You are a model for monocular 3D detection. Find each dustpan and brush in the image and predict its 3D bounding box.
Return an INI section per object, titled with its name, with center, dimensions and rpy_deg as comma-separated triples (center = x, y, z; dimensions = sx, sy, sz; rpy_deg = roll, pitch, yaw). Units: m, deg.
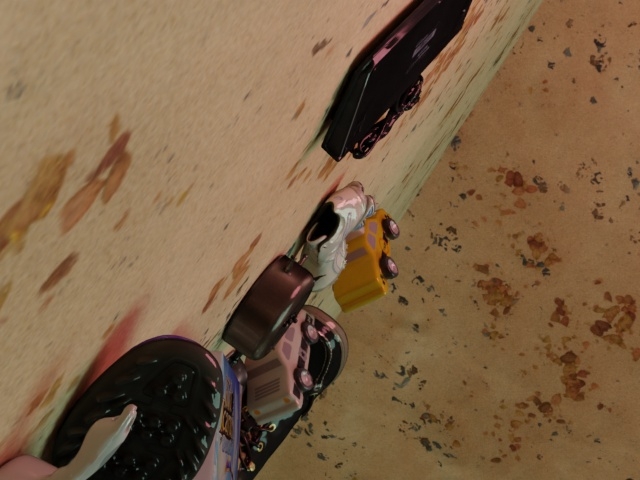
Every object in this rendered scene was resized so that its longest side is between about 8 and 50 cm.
[dustpan and brush]
center = -0.190, 0.173, 0.636
dimensions = 0.211, 0.060, 0.147
rpy_deg = -57, 174, 18

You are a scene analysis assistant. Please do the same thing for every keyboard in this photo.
[keyboard]
center = 0.085, -0.181, 1.020
dimensions = 0.317, 0.033, 0.202
rpy_deg = -48, 164, -43

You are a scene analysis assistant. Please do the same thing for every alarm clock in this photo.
[alarm clock]
center = -0.071, 0.101, 1.192
dimensions = 0.192, 0.064, 0.129
rpy_deg = -53, 174, 5

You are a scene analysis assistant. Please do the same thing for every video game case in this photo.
[video game case]
center = -0.121, 0.249, 0.977
dimensions = 0.269, 0.061, 0.244
rpy_deg = 93, -1, -75

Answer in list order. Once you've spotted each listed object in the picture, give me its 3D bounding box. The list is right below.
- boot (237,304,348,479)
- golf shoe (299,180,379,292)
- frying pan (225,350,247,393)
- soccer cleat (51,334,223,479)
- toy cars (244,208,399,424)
[boot]
center = -0.105, 0.296, 1.651
dimensions = 0.284, 0.138, 0.377
rpy_deg = -50, 177, -42
[golf shoe]
center = 0.000, 0.000, 1.263
dimensions = 0.086, 0.069, 0.176
rpy_deg = -17, 142, -49
[frying pan]
center = -0.188, 0.291, 1.380
dimensions = 0.326, 0.053, 0.197
rpy_deg = -62, 171, 28
[soccer cleat]
center = -0.165, 0.180, 0.786
dimensions = 0.116, 0.108, 0.318
rpy_deg = -92, -155, -58
[toy cars]
center = -0.008, 0.091, 1.459
dimensions = 0.394, 0.087, 0.176
rpy_deg = -52, -151, -17
